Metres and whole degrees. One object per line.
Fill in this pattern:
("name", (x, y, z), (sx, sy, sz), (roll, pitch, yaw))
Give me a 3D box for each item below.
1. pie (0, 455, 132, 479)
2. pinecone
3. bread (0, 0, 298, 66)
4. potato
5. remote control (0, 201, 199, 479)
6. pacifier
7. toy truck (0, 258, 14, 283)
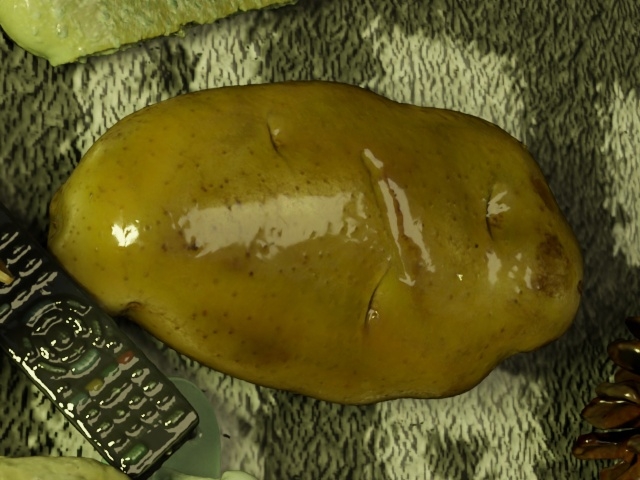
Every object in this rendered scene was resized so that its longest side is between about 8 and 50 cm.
("pie", (-0.175, 0.277, 0.890), (0.339, 0.077, 0.339), (-2, 95, -25))
("pinecone", (0.294, 0.147, 1.240), (0.229, 0.202, 0.201), (31, 85, -50))
("bread", (-0.111, -0.234, 1.106), (0.286, 0.056, 0.207), (-27, 98, -39))
("potato", (0.000, 0.000, 1.083), (0.369, 0.176, 0.195), (7, 114, -27))
("remote control", (-0.171, 0.037, 0.963), (0.063, 0.025, 0.245), (-42, 86, -20))
("pacifier", (-0.079, 0.161, 1.002), (0.127, 0.117, 0.150), (58, 44, -44))
("toy truck", (-0.338, -0.029, 0.825), (0.338, 0.133, 0.184), (36, 88, -23))
